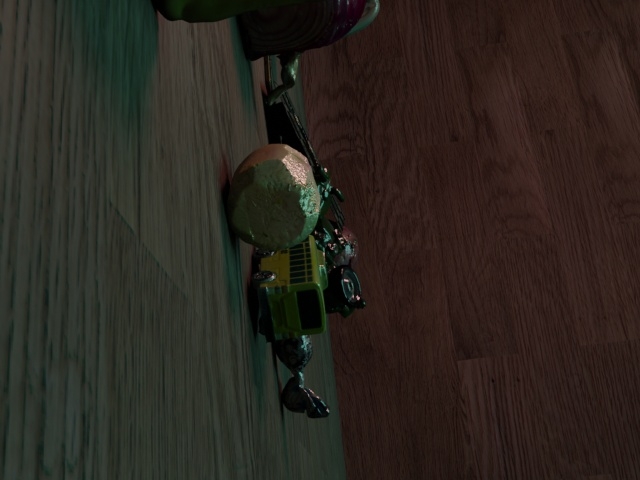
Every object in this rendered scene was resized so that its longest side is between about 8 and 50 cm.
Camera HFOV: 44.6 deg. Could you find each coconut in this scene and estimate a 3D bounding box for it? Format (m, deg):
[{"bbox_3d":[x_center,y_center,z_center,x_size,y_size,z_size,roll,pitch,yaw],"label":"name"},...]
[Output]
[{"bbox_3d":[-0.055,-0.054,0.955,0.122,0.116,0.116,-90,173,-66],"label":"coconut"}]

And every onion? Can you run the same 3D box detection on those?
[{"bbox_3d":[-0.034,-0.437,1.350,0.272,0.230,0.256,66,15,-56],"label":"onion"},{"bbox_3d":[-0.001,0.047,1.768,0.159,0.159,0.194,-85,-164,-79],"label":"onion"}]

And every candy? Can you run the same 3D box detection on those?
[{"bbox_3d":[-0.033,0.165,1.202,0.051,0.094,0.226,-18,97,-47],"label":"candy"}]

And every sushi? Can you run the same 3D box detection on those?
[{"bbox_3d":[-0.045,-0.176,1.744,0.359,0.064,0.343,-71,136,-83],"label":"sushi"}]

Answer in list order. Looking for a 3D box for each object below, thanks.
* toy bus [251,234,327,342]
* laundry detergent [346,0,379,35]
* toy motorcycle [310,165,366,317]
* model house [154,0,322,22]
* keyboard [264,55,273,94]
[{"bbox_3d":[-0.041,0.060,1.075,0.175,0.101,0.088,-96,178,-66],"label":"toy bus"},{"bbox_3d":[-0.024,-0.536,1.909,0.398,0.264,0.124,-142,-141,-75],"label":"laundry detergent"},{"bbox_3d":[0.000,0.000,1.374,0.205,0.127,0.275,48,27,-46],"label":"toy motorcycle"},{"bbox_3d":[-0.072,-0.338,0.657,0.193,0.175,0.234,78,8,-58],"label":"model house"},{"bbox_3d":[-0.113,-0.377,1.727,0.049,0.015,0.129,80,3,-52],"label":"keyboard"}]
